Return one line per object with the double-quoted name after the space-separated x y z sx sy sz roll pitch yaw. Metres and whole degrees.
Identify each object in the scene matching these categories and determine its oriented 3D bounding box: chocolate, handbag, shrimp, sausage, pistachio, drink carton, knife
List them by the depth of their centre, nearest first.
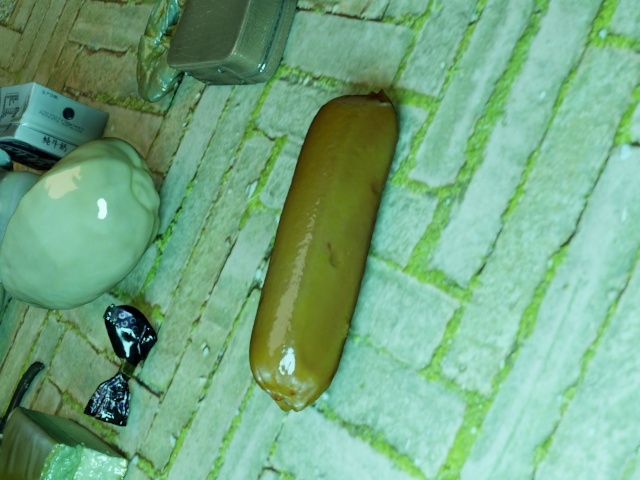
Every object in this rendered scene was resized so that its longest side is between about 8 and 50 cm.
0.001 0.000 1.236 0.097 0.094 0.348 -3 69 49 "sausage"
-0.247 0.156 1.520 0.070 0.072 0.147 19 93 53 "chocolate"
-0.114 -0.277 1.576 0.193 0.072 0.151 5 76 57 "handbag"
-0.322 -0.017 1.617 0.299 0.187 0.187 -42 41 40 "pistachio"
-0.199 -0.322 1.716 0.145 0.061 0.267 8 76 66 "shrimp"
-0.465 0.269 1.801 0.045 0.021 0.222 38 103 53 "knife"
-0.465 -0.043 1.868 0.147 0.221 0.221 -13 59 23 "chocolate"
-0.449 -0.179 1.931 0.222 0.134 0.102 3 72 54 "drink carton"

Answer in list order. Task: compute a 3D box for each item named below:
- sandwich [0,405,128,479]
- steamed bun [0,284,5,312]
-0.327 0.285 1.523 0.186 0.108 0.220 -35 43 40 "sandwich"
-0.593 0.120 1.986 0.212 0.110 0.231 0 68 36 "steamed bun"
